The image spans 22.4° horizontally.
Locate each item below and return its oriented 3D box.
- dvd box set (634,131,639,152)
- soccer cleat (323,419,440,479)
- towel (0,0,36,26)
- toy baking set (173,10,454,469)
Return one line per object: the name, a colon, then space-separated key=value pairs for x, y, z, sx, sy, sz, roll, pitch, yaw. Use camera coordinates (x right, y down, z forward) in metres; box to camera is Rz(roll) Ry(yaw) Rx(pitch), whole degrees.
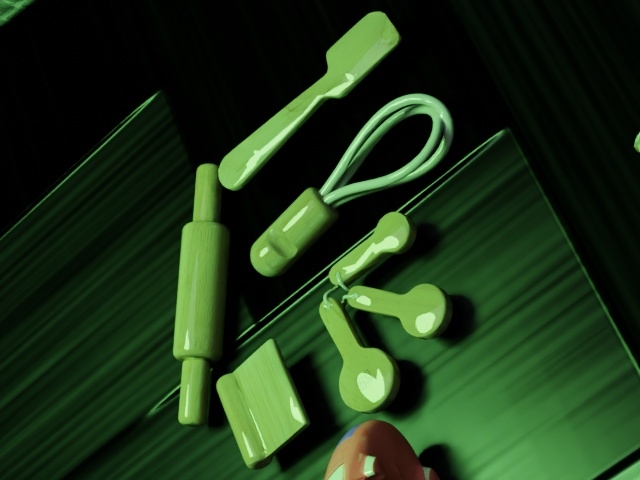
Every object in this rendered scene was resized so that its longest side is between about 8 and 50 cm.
dvd box set: x=0.364 y=-0.054 z=0.627 sx=0.420 sy=0.062 sz=0.308 roll=42 pitch=102 yaw=41
soccer cleat: x=0.018 y=0.215 z=0.810 sx=0.095 sy=0.083 sz=0.248 roll=-21 pitch=65 yaw=38
towel: x=-0.235 y=-0.292 z=1.093 sx=0.284 sy=0.235 sz=0.121 roll=-46 pitch=55 yaw=19
toy baking set: x=-0.006 y=0.002 z=0.938 sx=0.196 sy=0.030 sz=0.256 roll=-14 pitch=67 yaw=33
